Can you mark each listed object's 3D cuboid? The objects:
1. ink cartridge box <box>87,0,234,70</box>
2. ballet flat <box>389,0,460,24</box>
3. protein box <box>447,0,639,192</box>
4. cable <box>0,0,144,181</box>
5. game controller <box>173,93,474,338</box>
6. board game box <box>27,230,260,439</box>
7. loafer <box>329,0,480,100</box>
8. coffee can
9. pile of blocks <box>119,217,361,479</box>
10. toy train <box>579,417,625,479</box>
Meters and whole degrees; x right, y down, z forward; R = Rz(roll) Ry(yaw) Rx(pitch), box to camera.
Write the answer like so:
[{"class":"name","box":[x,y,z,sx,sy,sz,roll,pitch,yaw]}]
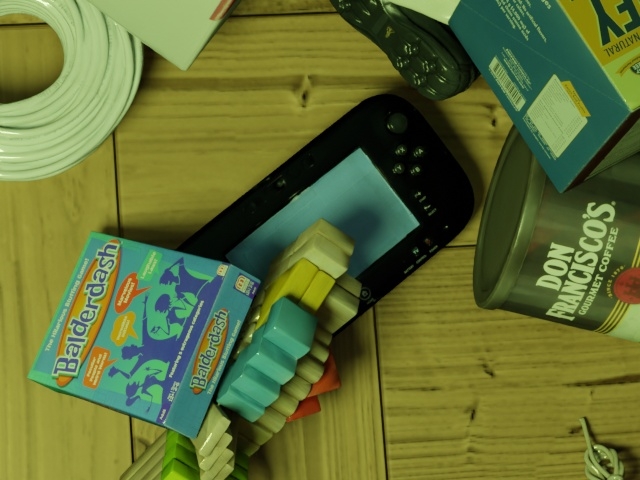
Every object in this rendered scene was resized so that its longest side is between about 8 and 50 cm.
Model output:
[{"class":"ink cartridge box","box":[-0.053,-0.386,1.712,0.160,0.279,0.384,36,65,-4]},{"class":"ballet flat","box":[0.191,-0.259,1.797,0.400,0.139,0.139,18,80,-17]},{"class":"protein box","box":[0.240,-0.184,1.615,0.136,0.201,0.199,-28,79,-18]},{"class":"cable","box":[-0.304,-0.183,1.788,0.257,0.089,0.257,22,80,-5]},{"class":"game controller","box":[0.000,0.000,1.811,0.319,0.067,0.166,-39,88,-10]},{"class":"board game box","box":[-0.169,0.085,1.716,0.047,0.210,0.160,32,75,-43]},{"class":"loafer","box":[0.077,-0.236,1.859,0.223,0.076,0.078,50,40,11]},{"class":"coffee can","box":[0.309,-0.002,1.783,0.275,0.201,0.201,13,80,-6]},{"class":"pile of blocks","box":[-0.054,0.160,1.710,0.113,0.149,0.362,33,95,-19]},{"class":"toy train","box":[0.353,0.282,1.807,0.143,0.105,0.248,7,50,-28]}]
